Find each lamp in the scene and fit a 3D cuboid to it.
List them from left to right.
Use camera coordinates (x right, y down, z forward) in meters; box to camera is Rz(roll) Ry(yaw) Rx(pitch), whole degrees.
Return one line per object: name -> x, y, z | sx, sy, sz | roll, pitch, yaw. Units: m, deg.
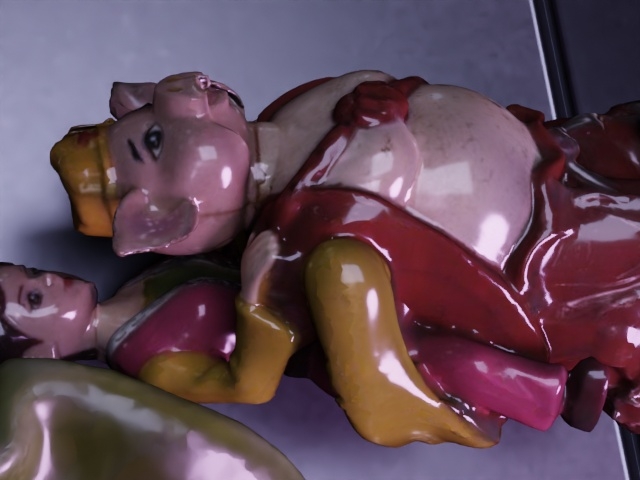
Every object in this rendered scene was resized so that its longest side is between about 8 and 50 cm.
lamp -> 0.000, 0.000, 0.491 | 0.253, 0.118, 0.118 | 6, 76, -10

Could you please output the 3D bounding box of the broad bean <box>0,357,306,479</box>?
broad bean -> -0.094, 0.092, 0.449 | 0.206, 0.072, 0.153 | 34, 107, -16
